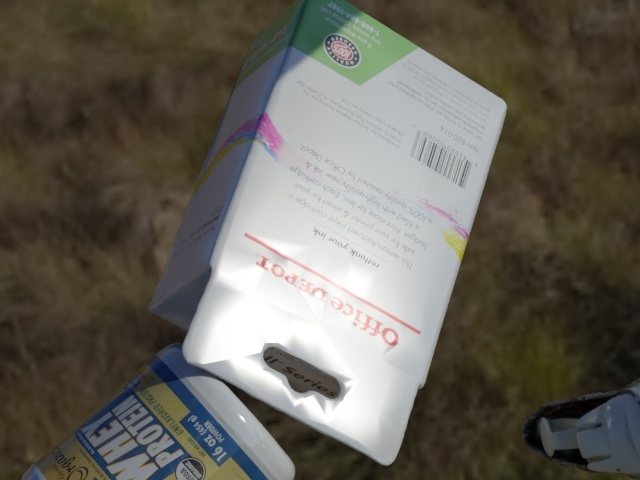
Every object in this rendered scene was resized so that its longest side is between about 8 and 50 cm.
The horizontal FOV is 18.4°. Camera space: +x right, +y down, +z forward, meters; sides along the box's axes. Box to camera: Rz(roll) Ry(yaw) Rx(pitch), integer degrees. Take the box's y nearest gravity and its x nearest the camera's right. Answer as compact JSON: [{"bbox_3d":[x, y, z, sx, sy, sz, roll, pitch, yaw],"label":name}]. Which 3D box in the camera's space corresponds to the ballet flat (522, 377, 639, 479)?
[{"bbox_3d":[0.206,0.137,1.403,0.079,0.077,0.221,-6,-5,-19],"label":"ballet flat"}]

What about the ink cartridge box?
[{"bbox_3d":[0.000,0.000,1.580,0.119,0.207,0.353,-32,33,54],"label":"ink cartridge box"}]

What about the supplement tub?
[{"bbox_3d":[-0.134,0.190,1.483,0.199,0.144,0.144,-42,37,-7],"label":"supplement tub"}]
